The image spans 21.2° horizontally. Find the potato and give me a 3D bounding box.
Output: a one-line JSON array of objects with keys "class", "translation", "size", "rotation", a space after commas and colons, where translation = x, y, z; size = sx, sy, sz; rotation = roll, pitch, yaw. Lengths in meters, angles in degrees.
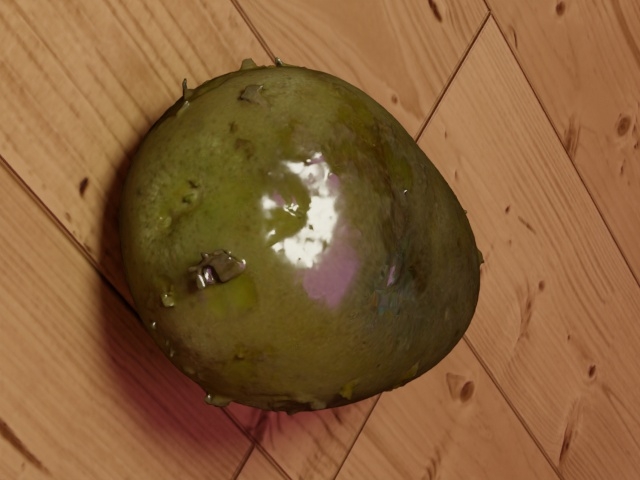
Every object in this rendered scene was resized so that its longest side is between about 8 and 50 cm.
[{"class": "potato", "translation": [0.000, 0.020, 1.363], "size": [0.359, 0.219, 0.270], "rotation": [32, 66, -52]}]
